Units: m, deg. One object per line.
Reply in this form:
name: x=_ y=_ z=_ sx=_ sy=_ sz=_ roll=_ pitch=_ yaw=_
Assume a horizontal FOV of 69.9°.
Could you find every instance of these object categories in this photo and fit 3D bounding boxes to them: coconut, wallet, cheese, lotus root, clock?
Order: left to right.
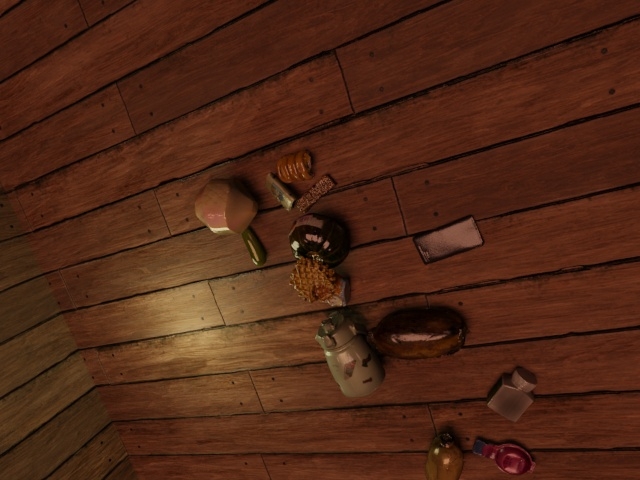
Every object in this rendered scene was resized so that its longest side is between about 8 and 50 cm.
coconut: x=-0.382 y=-0.143 z=1.917 sx=0.259 sy=0.259 sz=0.259 roll=7 pitch=110 yaw=20
wallet: x=-0.166 y=-0.198 z=1.894 sx=0.155 sy=0.039 sz=0.110 roll=46 pitch=155 yaw=9
clock: x=0.045 y=0.201 z=1.918 sx=0.144 sy=0.103 sz=0.231 roll=9 pitch=139 yaw=17
lotus root: x=0.379 y=0.376 z=1.819 sx=0.397 sy=0.179 sz=0.196 roll=-6 pitch=103 yaw=23
lotus root: x=0.531 y=0.944 z=1.964 sx=0.160 sy=0.146 sz=0.284 roll=31 pitch=126 yaw=52
wallet: x=0.482 y=0.002 z=1.739 sx=0.244 sy=0.025 sz=0.124 roll=-23 pitch=98 yaw=27
cheese: x=0.762 y=0.899 z=1.908 sx=0.244 sy=0.062 sz=0.155 roll=14 pitch=111 yaw=18

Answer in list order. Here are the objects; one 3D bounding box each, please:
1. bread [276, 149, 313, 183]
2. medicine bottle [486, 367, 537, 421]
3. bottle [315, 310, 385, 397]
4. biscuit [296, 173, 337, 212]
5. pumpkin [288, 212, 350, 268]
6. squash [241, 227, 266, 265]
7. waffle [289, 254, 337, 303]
bread: x=-0.102 y=-0.292 z=1.847 sx=0.177 sy=0.084 sz=0.119 roll=-10 pitch=103 yaw=29
medicine bottle: x=0.756 y=0.596 z=1.792 sx=0.132 sy=0.088 sz=0.189 roll=30 pitch=116 yaw=10
bottle: x=0.109 y=0.458 z=1.932 sx=0.229 sy=0.229 sz=0.352 roll=-23 pitch=104 yaw=27
biscuit: x=-0.022 y=-0.190 z=1.873 sx=0.199 sy=0.034 sz=0.064 roll=-40 pitch=88 yaw=27
pumpkin: x=0.001 y=-0.003 z=1.850 sx=0.260 sy=0.189 sz=0.260 roll=19 pitch=147 yaw=12
squash: x=-0.301 y=0.021 z=2.044 sx=0.066 sy=0.066 sz=0.201 roll=-26 pitch=89 yaw=27
waffle: x=-0.026 y=0.162 z=1.809 sx=0.197 sy=0.070 sz=0.193 roll=26 pitch=125 yaw=13
